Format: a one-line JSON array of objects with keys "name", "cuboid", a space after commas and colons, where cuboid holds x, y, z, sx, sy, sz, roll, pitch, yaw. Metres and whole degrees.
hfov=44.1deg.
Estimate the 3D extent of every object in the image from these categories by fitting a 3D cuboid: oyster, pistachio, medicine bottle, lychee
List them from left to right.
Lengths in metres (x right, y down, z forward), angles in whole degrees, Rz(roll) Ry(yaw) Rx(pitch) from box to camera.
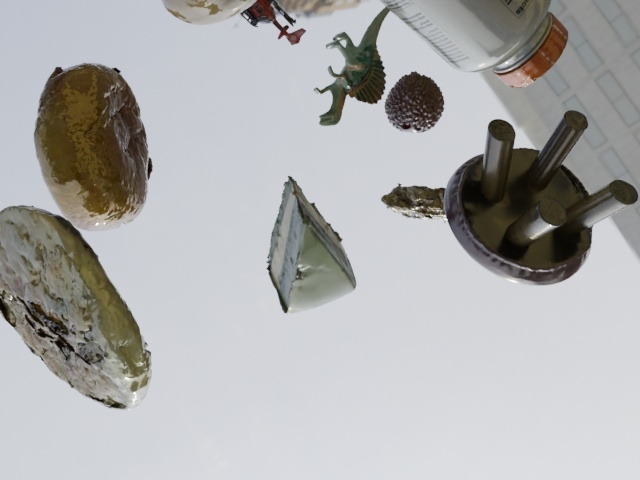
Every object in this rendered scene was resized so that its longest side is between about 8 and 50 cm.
[{"name": "pistachio", "cuboid": [-0.114, -0.298, 0.852, 0.108, 0.185, 0.126, -12, -102, -46]}, {"name": "lychee", "cuboid": [0.188, -0.271, 1.557, 0.123, 0.129, 0.123, 9, -124, -13]}, {"name": "oyster", "cuboid": [0.217, -0.077, 1.724, 0.177, 0.105, 0.056, 17, -119, 13]}, {"name": "medicine bottle", "cuboid": [0.164, -0.305, 0.932, 0.289, 0.157, 0.157, 36, -136, -24]}]

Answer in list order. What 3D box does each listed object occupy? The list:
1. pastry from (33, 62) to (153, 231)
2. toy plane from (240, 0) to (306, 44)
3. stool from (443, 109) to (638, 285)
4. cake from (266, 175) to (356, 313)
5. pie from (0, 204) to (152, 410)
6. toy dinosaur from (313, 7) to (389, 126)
[{"name": "pastry", "cuboid": [-0.456, -0.192, 1.612, 0.164, 0.356, 0.356, -5, -124, 5]}, {"name": "toy plane", "cuboid": [-0.091, -0.388, 1.352, 0.145, 0.060, 0.037, 42, -156, -16]}, {"name": "stool", "cuboid": [0.361, -0.077, 1.316, 0.272, 0.178, 0.272, 8, -123, -12]}, {"name": "cake", "cuboid": [-0.001, -0.003, 1.618, 0.172, 0.283, 0.158, -10, -129, -19]}, {"name": "pie", "cuboid": [-0.349, 0.103, 1.076, 0.339, 0.339, 0.077, 52, -128, -1]}, {"name": "toy dinosaur", "cuboid": [0.056, -0.233, 1.066, 0.187, 0.044, 0.106, -39, -69, -29]}]
